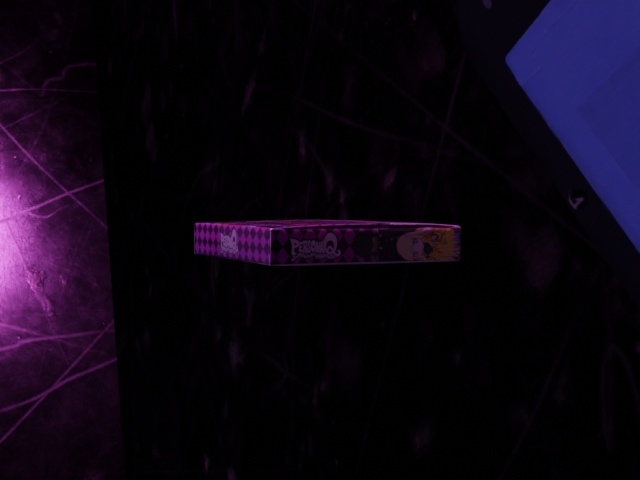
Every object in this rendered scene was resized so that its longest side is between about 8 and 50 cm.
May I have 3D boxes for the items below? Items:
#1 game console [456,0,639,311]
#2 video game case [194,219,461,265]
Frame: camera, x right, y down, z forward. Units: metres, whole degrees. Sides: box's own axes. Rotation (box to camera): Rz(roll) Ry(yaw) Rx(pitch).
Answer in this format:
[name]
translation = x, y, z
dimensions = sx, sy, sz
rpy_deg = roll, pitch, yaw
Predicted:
[game console]
translation = 0.252, -0.114, 0.608
dimensions = 0.387, 0.060, 0.342
rpy_deg = 60, 147, 19
[video game case]
translation = 0.000, 0.000, 1.100
dimensions = 0.232, 0.210, 0.042
rpy_deg = -175, 85, -65
